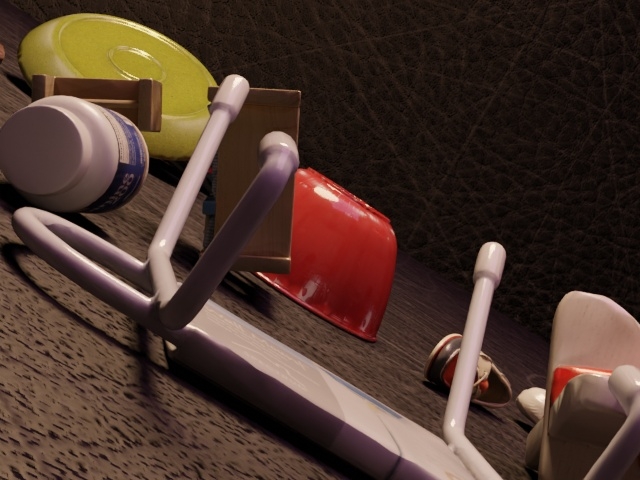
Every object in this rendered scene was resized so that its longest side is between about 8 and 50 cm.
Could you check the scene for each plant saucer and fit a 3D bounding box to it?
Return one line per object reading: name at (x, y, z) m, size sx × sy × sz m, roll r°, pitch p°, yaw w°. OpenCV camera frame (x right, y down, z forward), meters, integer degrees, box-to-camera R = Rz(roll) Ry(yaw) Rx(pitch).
plant saucer at (-0.201, -0.175, 1.362) m, size 0.241 × 0.037 × 0.241 m, roll 23°, pitch 31°, yaw -15°

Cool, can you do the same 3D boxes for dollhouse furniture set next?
dollhouse furniture set at (-0.110, -0.051, 0.941) m, size 0.183 × 0.129 × 0.129 m, roll 3°, pitch 5°, yaw -2°

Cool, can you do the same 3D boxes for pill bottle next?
pill bottle at (-0.146, -0.049, 0.750) m, size 0.067 × 0.067 × 0.120 m, roll 33°, pitch 4°, yaw 5°

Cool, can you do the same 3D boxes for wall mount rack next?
wall mount rack at (0.022, 0.028, 0.677) m, size 0.350 × 0.130 × 0.304 m, roll 33°, pitch 3°, yaw -13°

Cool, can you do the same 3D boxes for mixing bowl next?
mixing bowl at (0.000, 0.000, 1.126) m, size 0.181 × 0.098 × 0.181 m, roll 34°, pitch 4°, yaw -3°

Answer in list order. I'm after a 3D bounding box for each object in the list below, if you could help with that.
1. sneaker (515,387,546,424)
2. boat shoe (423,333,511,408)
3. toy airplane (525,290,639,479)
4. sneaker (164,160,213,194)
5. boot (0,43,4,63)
sneaker at (0.283, 0.177, 1.250) m, size 0.212 × 0.094 × 0.080 m, roll 31°, pitch 6°, yaw -28°
boat shoe at (0.130, 0.117, 1.107) m, size 0.043 × 0.049 × 0.137 m, roll 38°, pitch 1°, yaw 30°
toy airplane at (0.338, 0.130, 0.893) m, size 0.386 × 0.272 × 0.384 m, roll 7°, pitch -31°, yaw 52°
sneaker at (-0.131, -0.115, 1.480) m, size 0.262 × 0.104 × 0.125 m, roll 30°, pitch 7°, yaw -40°
boot at (-0.354, -0.202, 1.271) m, size 0.114 × 0.037 × 0.106 m, roll 36°, pitch 3°, yaw -38°
